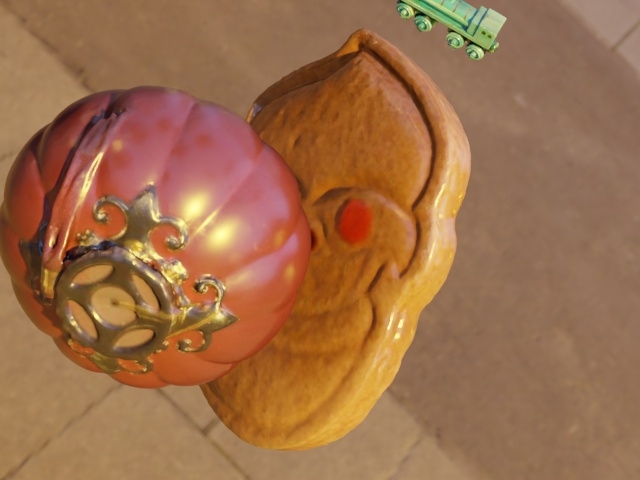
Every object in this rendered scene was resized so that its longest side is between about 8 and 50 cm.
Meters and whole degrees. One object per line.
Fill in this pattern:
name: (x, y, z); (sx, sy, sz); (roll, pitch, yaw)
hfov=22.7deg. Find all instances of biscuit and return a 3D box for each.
biscuit: (-0.001, 0.000, 1.689); (0.349, 0.455, 0.078); (19, 3, 44)

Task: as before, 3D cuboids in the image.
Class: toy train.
toy train: (0.099, -0.174, 1.234); (0.092, 0.045, 0.029); (31, 62, 2)

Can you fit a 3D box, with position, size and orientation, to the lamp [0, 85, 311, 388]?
lamp: (-0.160, -0.001, 1.533); (0.303, 0.303, 0.257); (38, 32, -10)
